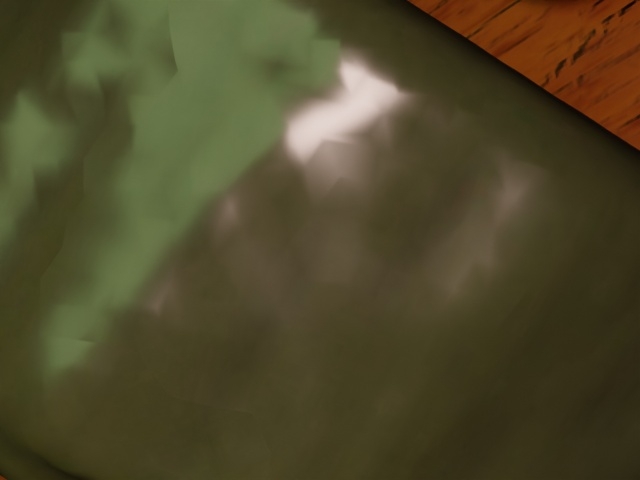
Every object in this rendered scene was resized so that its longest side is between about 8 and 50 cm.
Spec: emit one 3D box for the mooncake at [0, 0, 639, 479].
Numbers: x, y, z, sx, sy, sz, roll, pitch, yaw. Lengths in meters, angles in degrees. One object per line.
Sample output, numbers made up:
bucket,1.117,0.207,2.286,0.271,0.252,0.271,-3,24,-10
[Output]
mooncake,0.000,0.000,0.574,0.194,0.356,0.356,-56,45,9
